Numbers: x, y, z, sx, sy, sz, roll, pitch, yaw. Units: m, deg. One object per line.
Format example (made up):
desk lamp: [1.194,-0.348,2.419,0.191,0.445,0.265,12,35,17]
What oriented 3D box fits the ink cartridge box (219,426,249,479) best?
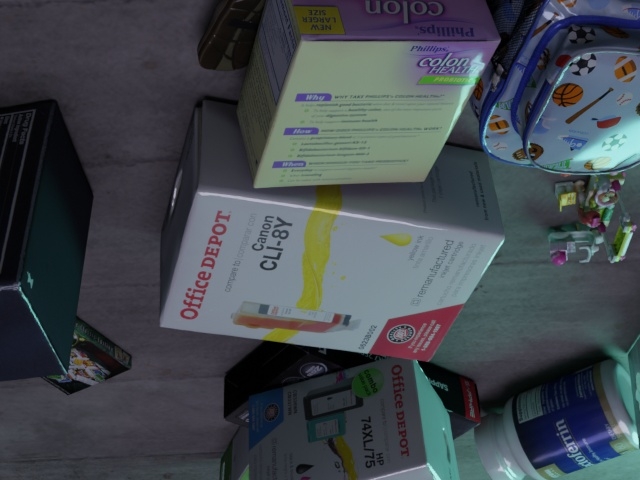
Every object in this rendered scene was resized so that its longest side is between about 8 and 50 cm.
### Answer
ink cartridge box: [-0.121,0.387,1.800,0.062,0.109,0.209,13,136,-17]

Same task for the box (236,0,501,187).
box: [0.040,-0.175,1.105,0.214,0.117,0.243,-3,149,-18]

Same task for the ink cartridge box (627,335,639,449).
ink cartridge box: [0.540,0.184,1.547,0.066,0.189,0.232,7,138,1]

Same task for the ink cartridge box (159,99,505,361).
ink cartridge box: [0.000,0.000,1.321,0.385,0.160,0.279,9,138,-13]

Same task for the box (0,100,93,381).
box: [-0.443,0.011,1.203,0.294,0.296,0.182,-7,138,5]

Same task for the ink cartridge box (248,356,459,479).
ink cartridge box: [0.054,0.327,1.533,0.270,0.198,0.197,-18,136,14]

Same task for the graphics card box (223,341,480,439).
graphics card box: [0.053,0.263,1.681,0.371,0.094,0.233,27,131,-29]

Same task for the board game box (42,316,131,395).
board game box: [-0.425,0.151,1.571,0.136,0.030,0.259,-21,136,23]

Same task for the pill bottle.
pill bottle: [0.401,0.314,1.715,0.265,0.153,0.153,-27,134,26]

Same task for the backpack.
backpack: [0.285,-0.188,1.103,0.277,0.213,0.263,5,149,-14]

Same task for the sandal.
sandal: [-0.067,-0.261,1.097,0.090,0.060,0.219,5,151,-31]

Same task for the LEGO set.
LEGO set: [0.338,-0.060,1.314,0.132,0.107,0.287,-16,138,14]
